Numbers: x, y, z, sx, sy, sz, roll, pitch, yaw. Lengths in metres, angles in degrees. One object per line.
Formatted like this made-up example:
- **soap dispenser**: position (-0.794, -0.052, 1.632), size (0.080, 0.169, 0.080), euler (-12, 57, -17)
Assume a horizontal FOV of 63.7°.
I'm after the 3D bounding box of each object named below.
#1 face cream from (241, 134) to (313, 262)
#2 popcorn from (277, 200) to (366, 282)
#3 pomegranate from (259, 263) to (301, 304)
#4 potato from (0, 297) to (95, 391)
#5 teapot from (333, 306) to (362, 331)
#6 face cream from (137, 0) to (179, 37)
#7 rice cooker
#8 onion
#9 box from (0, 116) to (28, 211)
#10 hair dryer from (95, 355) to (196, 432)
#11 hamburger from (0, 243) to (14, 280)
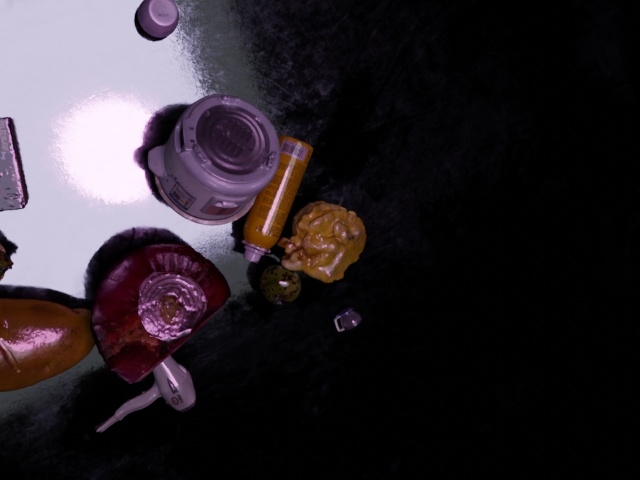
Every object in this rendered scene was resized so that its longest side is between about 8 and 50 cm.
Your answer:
- **face cream**: position (-0.128, -0.107, 1.405), size (0.105, 0.105, 0.349), euler (20, 91, -29)
- **popcorn**: position (0.000, 0.000, 1.455), size (0.266, 0.192, 0.233), euler (-17, 126, -26)
- **pomegranate**: position (-0.106, 0.112, 1.469), size (0.122, 0.122, 0.161), euler (58, 39, -24)
- **potato**: position (-0.698, 0.233, 1.165), size (0.369, 0.176, 0.195), euler (-3, 61, -35)
- **teapot**: position (0.082, 0.248, 1.621), size (0.088, 0.066, 0.057), euler (-33, 95, 6)
- **face cream**: position (-0.373, -0.523, 1.194), size (0.091, 0.095, 0.091), euler (-6, 102, -26)
- **rice cooker**: position (-0.248, -0.184, 1.225), size (0.316, 0.316, 0.264), euler (-5, 77, -27)
- **onion**: position (-0.398, 0.146, 1.222), size (0.336, 0.282, 0.260), euler (-43, 97, -17)
- **box**: position (-0.795, -0.148, 1.062), size (0.310, 0.084, 0.198), euler (-9, 105, -25)
- **hair dryer**: position (-0.477, 0.365, 1.352), size (0.267, 0.092, 0.229), euler (-11, 98, -15)
- **hamburger**: position (-0.783, 0.054, 1.086), size (0.183, 0.130, 0.206), euler (46, 58, -1)
